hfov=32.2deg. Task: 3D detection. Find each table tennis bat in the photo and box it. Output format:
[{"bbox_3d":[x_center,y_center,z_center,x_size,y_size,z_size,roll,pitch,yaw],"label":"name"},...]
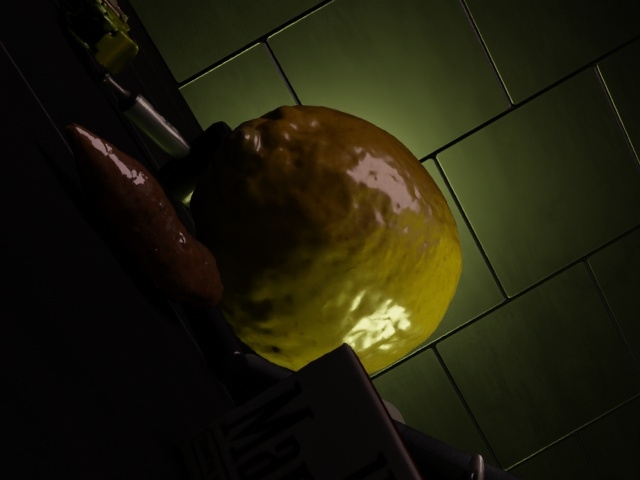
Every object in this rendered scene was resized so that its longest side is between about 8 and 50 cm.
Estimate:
[{"bbox_3d":[-0.119,0.024,0.968,0.236,0.027,0.150,59,-1,36],"label":"table tennis bat"}]

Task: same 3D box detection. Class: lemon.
[{"bbox_3d":[0.003,0.005,1.156,0.316,0.285,0.285,-2,57,-54],"label":"lemon"}]

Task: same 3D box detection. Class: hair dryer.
[{"bbox_3d":[-0.179,-0.131,1.256,0.198,0.100,0.057,43,9,-31],"label":"hair dryer"}]

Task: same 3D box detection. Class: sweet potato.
[{"bbox_3d":[-0.122,-0.005,0.794,0.218,0.051,0.065,59,5,-50],"label":"sweet potato"}]

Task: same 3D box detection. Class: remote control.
[{"bbox_3d":[0.093,0.185,0.881,0.378,0.044,0.107,20,-25,32],"label":"remote control"}]

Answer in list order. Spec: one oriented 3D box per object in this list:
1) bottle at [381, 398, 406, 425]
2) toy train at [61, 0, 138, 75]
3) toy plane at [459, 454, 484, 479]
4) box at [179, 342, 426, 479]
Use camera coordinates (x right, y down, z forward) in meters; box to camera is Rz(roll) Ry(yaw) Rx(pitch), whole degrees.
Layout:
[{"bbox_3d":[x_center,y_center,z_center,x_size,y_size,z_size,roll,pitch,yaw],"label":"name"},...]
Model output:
[{"bbox_3d":[0.078,0.288,1.531,0.104,0.104,0.245,60,1,-17],"label":"bottle"},{"bbox_3d":[-0.260,-0.263,1.283,0.085,0.053,0.249,45,8,-30],"label":"toy train"},{"bbox_3d":[0.053,0.230,0.570,0.160,0.082,0.234,157,-71,-82],"label":"toy plane"},{"bbox_3d":[0.002,0.147,0.572,0.036,0.115,0.177,60,1,-44],"label":"box"}]
